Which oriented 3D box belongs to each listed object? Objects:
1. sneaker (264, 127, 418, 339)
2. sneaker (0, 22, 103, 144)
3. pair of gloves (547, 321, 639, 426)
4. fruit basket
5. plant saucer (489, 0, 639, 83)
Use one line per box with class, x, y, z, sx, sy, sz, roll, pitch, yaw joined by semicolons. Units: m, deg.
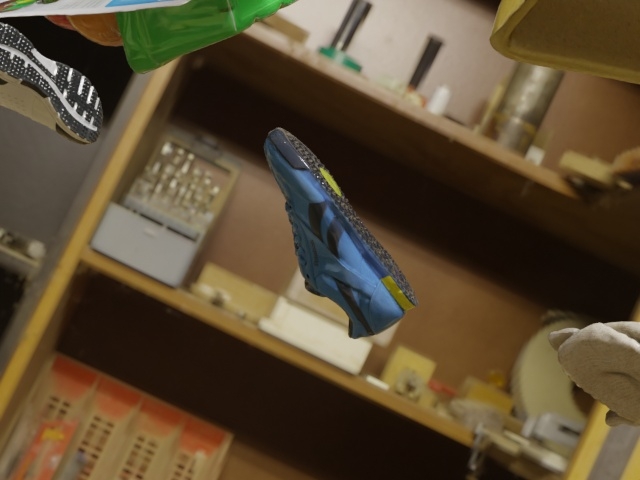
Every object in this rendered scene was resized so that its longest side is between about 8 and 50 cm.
sneaker;0.000;0.000;1.053;0.209;0.082;0.069;54;13;-17
sneaker;-0.183;-0.097;0.757;0.044;0.040;0.109;-12;-39;36
pair of gloves;0.252;0.122;0.703;0.240;0.042;0.204;38;-16;-16
fruit basket;-0.195;-0.273;1.164;0.353;0.165;0.327;7;27;26
plant saucer;0.297;-0.222;0.689;0.333;0.333;0.081;3;54;-35
